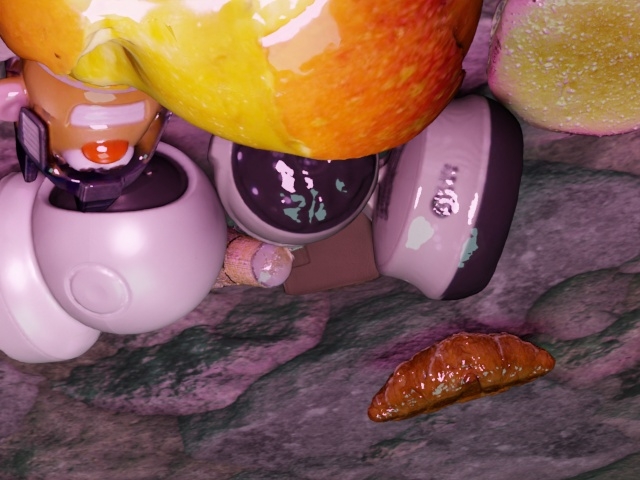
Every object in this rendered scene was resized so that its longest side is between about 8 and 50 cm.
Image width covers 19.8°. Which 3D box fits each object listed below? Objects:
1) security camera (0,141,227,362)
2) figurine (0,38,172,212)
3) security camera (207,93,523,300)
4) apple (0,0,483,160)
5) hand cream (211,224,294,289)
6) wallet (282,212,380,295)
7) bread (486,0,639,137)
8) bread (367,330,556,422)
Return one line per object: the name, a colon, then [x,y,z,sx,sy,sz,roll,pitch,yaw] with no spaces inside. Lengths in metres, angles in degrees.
security camera: [-0.199,0.007,1.737,0.236,0.195,0.194,-14,149,26]
figurine: [-0.185,-0.152,1.551,0.308,0.143,0.308,8,143,6]
security camera: [0.032,-0.062,1.704,0.277,0.197,0.191,13,180,-8]
apple: [-0.071,-0.225,1.228,0.374,0.384,0.374,-9,155,-4]
hand cream: [-0.092,0.016,1.812,0.084,0.084,0.203,11,178,-28]
wallet: [0.000,0.000,1.939,0.118,0.039,0.153,-11,145,0]
bread: [0.260,-0.171,1.698,0.228,0.033,0.228,0,142,0]
bread: [0.161,0.154,2.189,0.233,0.076,0.105,-19,160,3]
